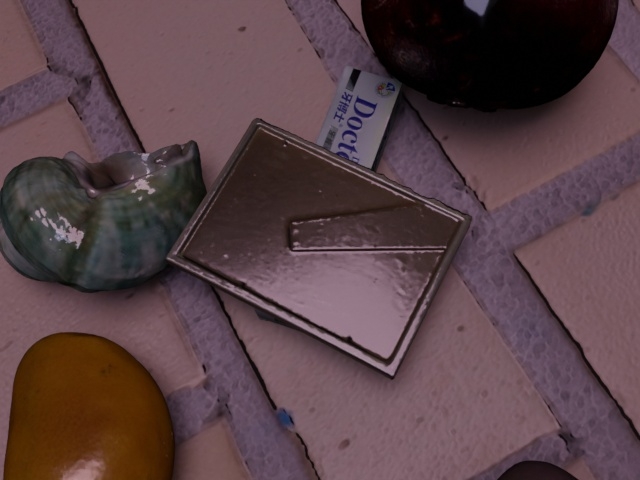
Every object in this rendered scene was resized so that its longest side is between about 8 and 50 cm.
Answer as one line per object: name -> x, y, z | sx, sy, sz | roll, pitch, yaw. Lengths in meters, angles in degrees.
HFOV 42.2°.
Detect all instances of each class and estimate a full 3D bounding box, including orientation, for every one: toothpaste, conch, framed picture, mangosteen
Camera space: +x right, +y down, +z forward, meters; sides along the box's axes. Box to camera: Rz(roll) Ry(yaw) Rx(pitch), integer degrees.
toothpaste -> 0.013, -0.055, 1.012 | 0.081, 0.067, 0.337 | 17, 70, 9
conch -> -0.270, -0.030, 0.978 | 0.277, 0.195, 0.220 | -27, 36, 18
framed picture -> 0.000, 0.000, 0.947 | 0.289, 0.016, 0.213 | 26, 71, 10
mangosteen -> 0.199, -0.294, 0.965 | 0.297, 0.293, 0.297 | 15, 35, -11

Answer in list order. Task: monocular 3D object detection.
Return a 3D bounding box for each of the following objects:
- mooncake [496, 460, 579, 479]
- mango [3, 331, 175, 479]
mooncake -> 0.248, 0.317, 0.712 | 0.306, 0.306, 0.154 | 29, 71, 15
mango -> -0.245, 0.212, 0.886 | 0.175, 0.139, 0.255 | -3, 61, -8
